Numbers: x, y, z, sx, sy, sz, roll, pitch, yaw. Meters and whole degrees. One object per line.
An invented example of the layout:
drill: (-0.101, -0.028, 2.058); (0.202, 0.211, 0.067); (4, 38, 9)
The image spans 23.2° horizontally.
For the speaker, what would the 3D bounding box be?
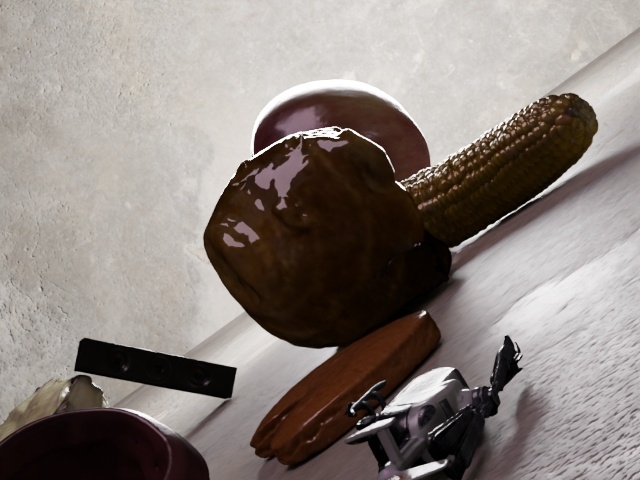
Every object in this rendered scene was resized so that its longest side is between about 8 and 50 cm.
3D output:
speaker: (-0.201, 0.156, 1.894); (0.046, 0.191, 0.040); (154, 126, -73)

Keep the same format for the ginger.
ginger: (-0.003, 0.003, 1.566); (0.200, 0.223, 0.269); (-40, 5, -4)

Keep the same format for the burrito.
burrito: (-0.337, 0.273, 1.983); (0.190, 0.135, 0.332); (-46, 8, -16)

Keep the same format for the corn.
corn: (0.179, -0.070, 1.697); (0.292, 0.101, 0.101); (-36, 2, 35)

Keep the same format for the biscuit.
biscuit: (0.003, 0.124, 1.232); (0.186, 0.036, 0.192); (-40, 3, -37)

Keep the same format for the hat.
hat: (-0.179, 0.209, 1.173); (0.205, 0.089, 0.205); (-9, 31, 6)

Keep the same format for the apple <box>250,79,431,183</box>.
apple: (0.029, -0.090, 2.164); (0.235, 0.305, 0.306); (-12, 1, -4)

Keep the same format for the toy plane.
toy plane: (0.054, 0.100, 0.821); (0.078, 0.053, 0.197); (-26, 2, 22)
